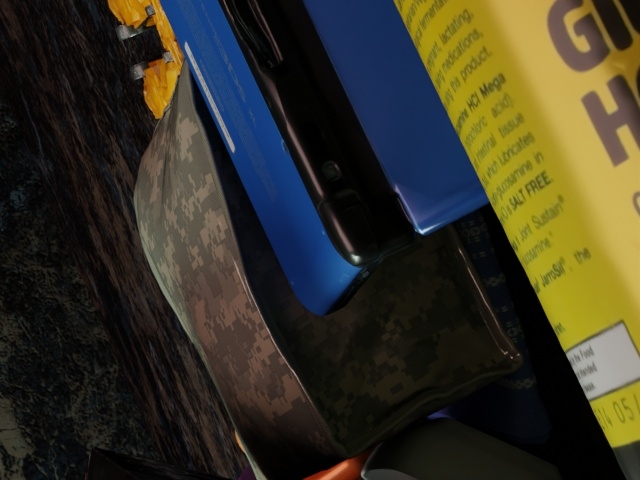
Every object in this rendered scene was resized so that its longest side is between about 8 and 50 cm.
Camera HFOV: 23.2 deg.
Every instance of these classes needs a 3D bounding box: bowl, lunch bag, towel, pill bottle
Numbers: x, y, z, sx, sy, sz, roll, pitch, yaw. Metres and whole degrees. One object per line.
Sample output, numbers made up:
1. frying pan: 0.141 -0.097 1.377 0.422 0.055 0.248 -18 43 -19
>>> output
1. bowl: 0.106 0.168 1.105 0.142 0.053 0.142 24 165 -5
2. lunch bag: -0.019 0.006 1.065 0.287 0.169 0.235 61 161 7
3. towel: 0.057 -0.017 1.132 0.336 0.040 0.243 70 163 -8
4. pill bottle: 0.130 -0.079 0.536 0.334 0.188 0.188 64 164 9

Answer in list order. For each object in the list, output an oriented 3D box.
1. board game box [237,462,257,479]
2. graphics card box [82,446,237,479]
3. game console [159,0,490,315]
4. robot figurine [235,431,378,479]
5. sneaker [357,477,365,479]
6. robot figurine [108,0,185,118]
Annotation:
1. board game box: -0.001 0.336 1.446 0.233 0.078 0.347 33 148 6
2. graphics card box: 0.032 0.226 1.000 0.233 0.370 0.094 177 108 -74
3. game console: 0.024 -0.138 0.852 0.250 0.173 0.293 121 126 -74
4. robot figurine: -0.011 0.103 1.287 0.128 0.158 0.219 92 175 -48
5. sneaker: 0.005 0.246 1.545 0.153 0.099 0.282 59 159 24
6. robot figurine: -0.123 -0.191 1.396 0.211 0.085 0.291 69 165 -8
